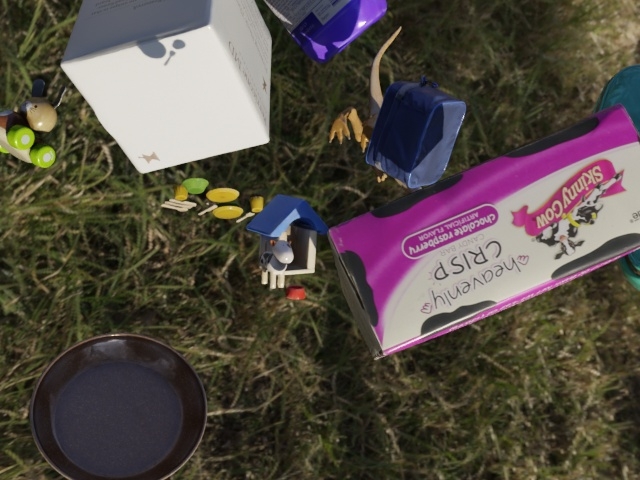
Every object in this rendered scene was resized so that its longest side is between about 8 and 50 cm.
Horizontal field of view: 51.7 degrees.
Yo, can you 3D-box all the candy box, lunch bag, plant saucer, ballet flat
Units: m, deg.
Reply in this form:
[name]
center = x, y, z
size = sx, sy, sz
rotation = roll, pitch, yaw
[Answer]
[candy box]
center = 0.094, 0.015, 0.421
size = 0.233, 0.159, 0.071
rotation = 69, -2, -79
[lunch bag]
center = 0.087, -0.107, 0.628
size = 0.065, 0.098, 0.067
rotation = 32, 28, 32
[plant saucer]
center = -0.235, 0.202, 0.777
size = 0.198, 0.036, 0.199
rotation = 13, 47, -15
[ballet flat]
center = 0.314, -0.054, 0.646
size = 0.087, 0.083, 0.247
rotation = 49, 41, -51

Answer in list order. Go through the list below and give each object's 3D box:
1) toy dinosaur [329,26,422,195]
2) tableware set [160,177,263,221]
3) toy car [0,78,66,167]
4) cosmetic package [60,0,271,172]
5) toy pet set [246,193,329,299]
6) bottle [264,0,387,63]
[toy dinosaur]
center = 0.064, -0.132, 0.733
size = 0.112, 0.064, 0.212
rotation = -12, 88, -53
[tableware set]
center = -0.154, -0.064, 0.995
size = 0.154, 0.104, 0.024
rotation = 12, 66, -41
[toy car]
center = -0.650, -0.282, 1.477
size = 0.188, 0.155, 0.149
rotation = -63, 156, -16
[cosmetic package]
center = -0.313, -0.424, 1.477
size = 0.329, 0.327, 0.394
rotation = 64, 19, -50
[toy pet set]
center = 0.000, 0.000, 0.551
size = 0.122, 0.114, 0.065
rotation = -2, 102, -35
[bottle]
center = -0.046, -0.349, 0.771
size = 0.283, 0.118, 0.092
rotation = 50, 40, -10
